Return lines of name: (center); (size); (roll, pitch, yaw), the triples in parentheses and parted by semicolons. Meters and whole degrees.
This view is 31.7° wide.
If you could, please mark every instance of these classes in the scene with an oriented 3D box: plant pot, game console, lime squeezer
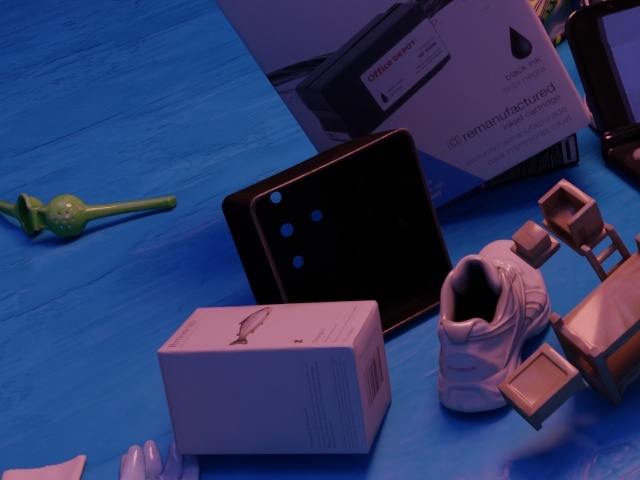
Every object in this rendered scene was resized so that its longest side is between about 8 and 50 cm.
plant pot: (0.000, 0.000, 1.169); (0.188, 0.187, 0.167); (-27, 19, -23)
game console: (0.469, -0.189, 1.298); (0.293, 0.173, 0.250); (-18, 29, -8)
lime squeezer: (-0.355, -0.046, 1.509); (0.310, 0.059, 0.110); (0, 32, 25)

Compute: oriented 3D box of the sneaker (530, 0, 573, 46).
sneaker: (0.250, -0.317, 1.642); (0.145, 0.147, 0.385); (8, 36, 30)

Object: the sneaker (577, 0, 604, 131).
sneaker: (0.385, -0.253, 1.464); (0.099, 0.153, 0.282); (-6, 30, 13)

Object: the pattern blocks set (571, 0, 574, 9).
pattern blocks set: (0.442, -0.452, 1.921); (0.285, 0.026, 0.325); (-2, 31, 20)

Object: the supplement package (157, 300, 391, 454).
supplement package: (-0.038, 0.122, 1.012); (0.179, 0.105, 0.105); (-4, 19, 17)

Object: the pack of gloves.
pack of gloves: (-0.204, 0.241, 0.951); (0.195, 0.046, 0.232); (-10, 29, 3)

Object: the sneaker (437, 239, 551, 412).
sneaker: (0.162, 0.051, 1.059); (0.090, 0.115, 0.232); (-2, 31, 19)

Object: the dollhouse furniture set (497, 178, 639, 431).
dollhouse furniture set: (0.211, 0.068, 0.997); (0.182, 0.101, 0.161); (-41, 48, -5)

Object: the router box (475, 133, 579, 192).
router box: (0.228, -0.132, 1.426); (0.133, 0.046, 0.179); (-16, 29, -5)

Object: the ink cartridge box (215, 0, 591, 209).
ink cartridge box: (0.079, -0.243, 1.254); (0.285, 0.395, 0.166); (-29, 29, 12)
